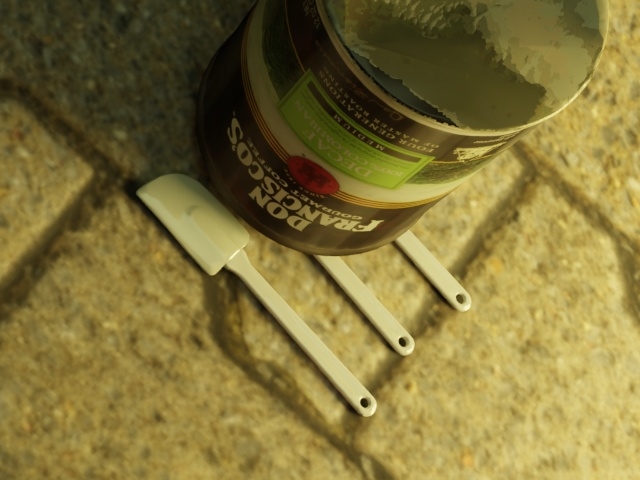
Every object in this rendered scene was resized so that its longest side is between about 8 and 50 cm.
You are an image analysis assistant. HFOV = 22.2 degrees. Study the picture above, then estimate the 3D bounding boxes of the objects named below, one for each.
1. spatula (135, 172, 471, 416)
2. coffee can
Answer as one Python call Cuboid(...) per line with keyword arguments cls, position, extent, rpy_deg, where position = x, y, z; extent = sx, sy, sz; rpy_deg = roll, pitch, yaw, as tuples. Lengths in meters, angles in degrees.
Cuboid(cls="spatula", position=(0.000, 0.000, 1.241), extent=(0.242, 0.019, 0.168), rpy_deg=(47, 64, -2))
Cuboid(cls="coffee can", position=(0.046, -0.123, 1.131), extent=(0.201, 0.275, 0.202), rpy_deg=(6, 71, -18))
